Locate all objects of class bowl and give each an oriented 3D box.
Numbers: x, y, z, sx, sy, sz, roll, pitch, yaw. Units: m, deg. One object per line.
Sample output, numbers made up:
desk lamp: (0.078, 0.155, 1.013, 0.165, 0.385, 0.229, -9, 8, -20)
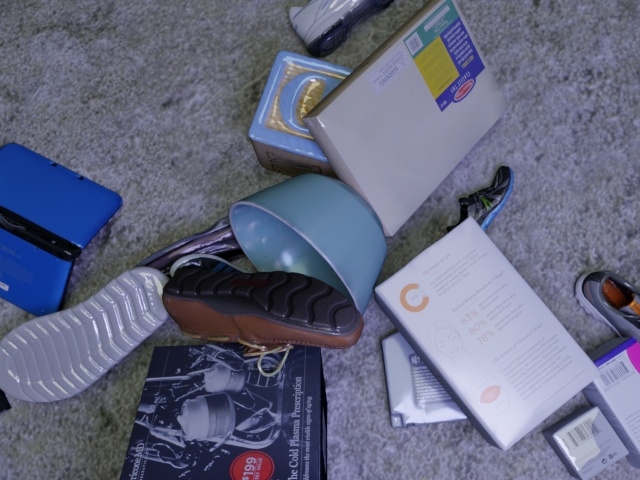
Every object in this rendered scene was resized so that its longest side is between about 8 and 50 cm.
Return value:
bowl: (0.000, 0.000, 1.376, 0.311, 0.311, 0.163, 41, 67, 9)

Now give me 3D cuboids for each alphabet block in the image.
alphabet block: (-0.013, -0.228, 1.473, 0.194, 0.197, 0.192, 19, 80, 6)

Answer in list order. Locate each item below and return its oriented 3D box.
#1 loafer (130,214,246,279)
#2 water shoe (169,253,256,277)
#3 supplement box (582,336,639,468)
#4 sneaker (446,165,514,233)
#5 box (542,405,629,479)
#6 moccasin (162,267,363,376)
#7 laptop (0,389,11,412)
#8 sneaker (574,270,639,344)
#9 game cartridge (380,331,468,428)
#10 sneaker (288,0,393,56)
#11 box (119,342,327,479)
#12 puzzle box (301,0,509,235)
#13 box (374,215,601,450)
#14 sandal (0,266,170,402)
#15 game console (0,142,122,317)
loafer: (-0.232, 0.034, 1.482, 0.303, 0.109, 0.095, -28, 83, -6)
water shoe: (-0.184, 0.083, 1.435, 0.203, 0.080, 0.073, 15, 118, -27)
supplement box: (0.572, 0.298, 1.379, 0.111, 0.114, 0.220, -31, 82, -4)
sneaker: (0.318, -0.075, 1.493, 0.078, 0.067, 0.188, 36, 86, 3)
box: (0.485, 0.372, 1.387, 0.101, 0.087, 0.102, -32, 80, -3)
moccasin: (-0.102, 0.141, 1.304, 0.380, 0.146, 0.139, 0, 34, 24)
laptop: (-0.796, 0.307, 1.501, 0.264, 0.137, 0.234, -35, 78, 22)
sneaker: (0.604, 0.156, 1.415, 0.272, 0.108, 0.100, 39, 81, 8)
game cartridge: (0.271, 0.244, 1.442, 0.297, 0.062, 0.198, -6, 74, 2)
sneaker: (0.061, -0.520, 1.576, 0.297, 0.111, 0.129, -38, 74, -6)
box: (-0.148, 0.351, 1.286, 0.313, 0.178, 0.343, -4, 35, 2)
puzzle box: (0.175, -0.239, 1.410, 0.409, 0.052, 0.272, -46, 116, -24)
box: (0.283, 0.165, 1.345, 0.215, 0.168, 0.345, -37, 80, -4)
sandal: (-0.448, 0.189, 1.465, 0.416, 0.102, 0.169, -27, 93, 11)
game console: (-0.596, -0.021, 1.548, 0.293, 0.173, 0.250, 26, 112, 8)
